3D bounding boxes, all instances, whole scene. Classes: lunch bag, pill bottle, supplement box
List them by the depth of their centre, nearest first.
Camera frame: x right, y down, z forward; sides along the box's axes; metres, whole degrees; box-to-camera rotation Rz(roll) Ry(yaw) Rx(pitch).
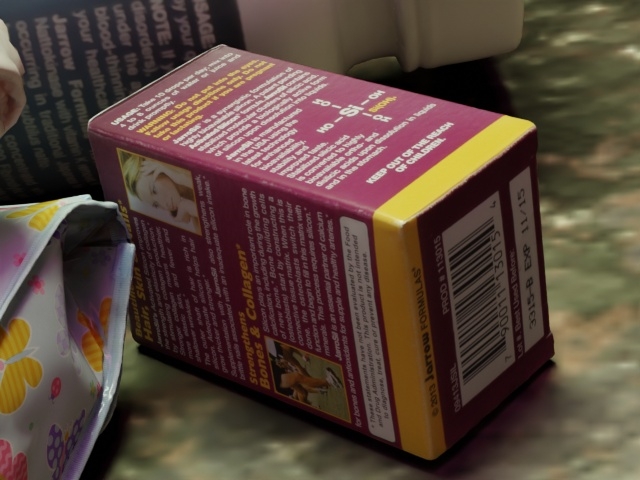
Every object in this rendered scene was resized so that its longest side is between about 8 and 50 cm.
[{"bbox_3d":[-0.078,0.025,0.344,0.071,0.053,0.083,-1,43,18],"label":"lunch bag"},{"bbox_3d":[0.000,0.000,0.357,0.083,0.055,0.043,19,41,37],"label":"supplement box"},{"bbox_3d":[-0.048,-0.068,0.427,0.180,0.108,0.108,-10,32,0],"label":"pill bottle"}]

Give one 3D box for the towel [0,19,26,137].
[{"bbox_3d":[-0.265,-0.077,0.360,0.317,0.053,0.332,-28,64,-10],"label":"towel"}]
